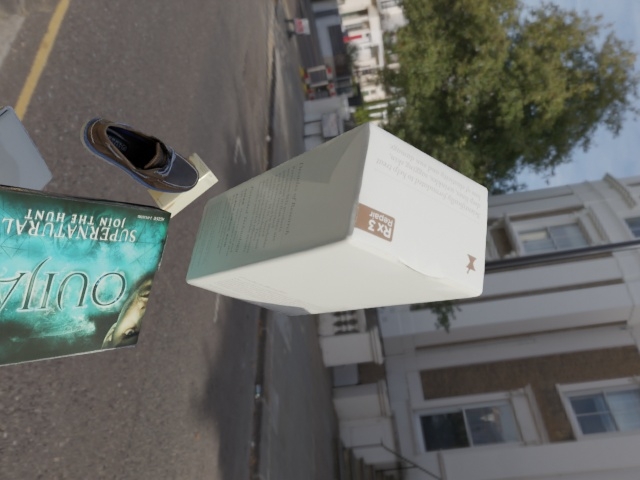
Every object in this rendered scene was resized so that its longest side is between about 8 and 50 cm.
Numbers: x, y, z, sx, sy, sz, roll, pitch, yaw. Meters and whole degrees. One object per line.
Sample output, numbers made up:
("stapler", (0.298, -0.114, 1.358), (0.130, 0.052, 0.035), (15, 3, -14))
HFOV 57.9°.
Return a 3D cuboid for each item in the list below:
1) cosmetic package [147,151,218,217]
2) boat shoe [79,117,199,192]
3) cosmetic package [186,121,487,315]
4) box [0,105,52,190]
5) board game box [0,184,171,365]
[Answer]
("cosmetic package", (-0.256, -0.103, 1.077), (0.060, 0.115, 0.041), (48, -5, 25))
("boat shoe", (-0.240, -0.112, 0.810), (0.183, 0.066, 0.066), (22, 80, -44))
("cosmetic package", (0.000, 0.000, 0.444), (0.117, 0.231, 0.085), (22, 67, -32))
("box", (-0.559, -0.090, 0.802), (0.148, 0.311, 0.121), (-70, 153, -45))
("board game box", (-0.198, 0.027, 0.428), (0.186, 0.026, 0.126), (6, 102, -61))
